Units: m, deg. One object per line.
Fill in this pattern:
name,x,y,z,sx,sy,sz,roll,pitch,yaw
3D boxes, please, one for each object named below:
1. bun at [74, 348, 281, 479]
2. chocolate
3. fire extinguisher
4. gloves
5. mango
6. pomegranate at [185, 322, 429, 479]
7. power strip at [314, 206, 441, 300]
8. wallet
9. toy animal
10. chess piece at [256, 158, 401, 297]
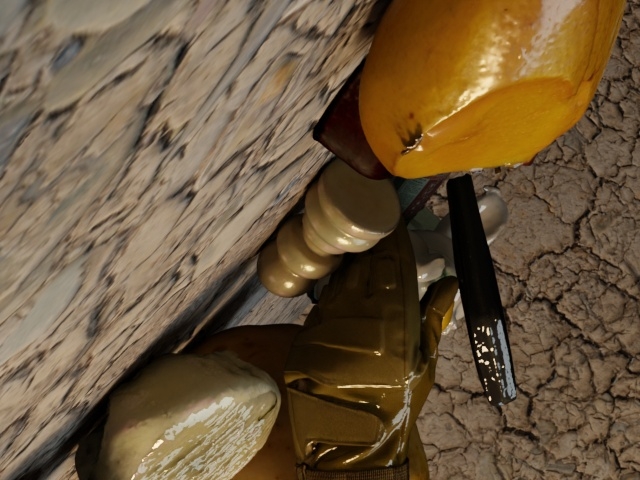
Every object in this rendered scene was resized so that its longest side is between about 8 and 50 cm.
bun,-0.148,0.184,1.299,0.210,0.116,0.237,-43,153,2
chocolate,0.072,-0.115,1.025,0.148,0.080,0.125,-46,176,-12
fire extinguisher,0.127,-0.110,1.589,0.118,0.093,0.294,-21,161,-34
gloves,0.046,0.124,1.356,0.141,0.154,0.331,7,88,-53
mango,0.120,-0.148,0.842,0.187,0.138,0.257,-25,161,-29
pomegranate,-0.073,0.301,1.575,0.410,0.410,0.410,-48,176,-4
power strip,0.083,-0.005,1.815,0.224,0.140,0.139,-50,175,32
wallet,0.168,0.044,1.402,0.250,0.044,0.149,-93,170,-48
toy animal,0.112,0.042,1.607,0.325,0.154,0.208,-35,149,-47
chess piece,0.000,0.000,1.335,0.170,0.094,0.094,-47,178,41
